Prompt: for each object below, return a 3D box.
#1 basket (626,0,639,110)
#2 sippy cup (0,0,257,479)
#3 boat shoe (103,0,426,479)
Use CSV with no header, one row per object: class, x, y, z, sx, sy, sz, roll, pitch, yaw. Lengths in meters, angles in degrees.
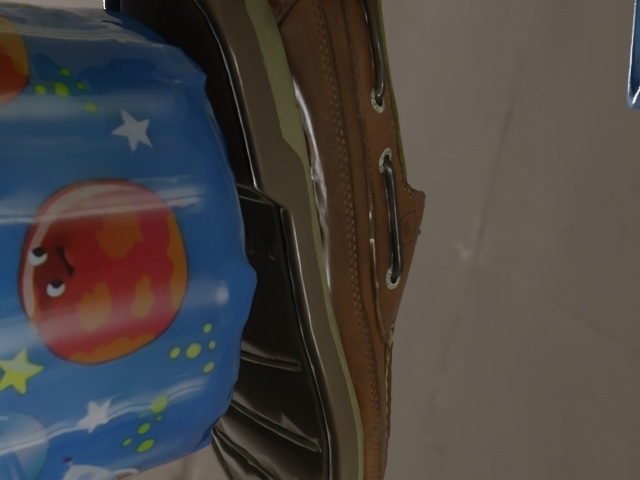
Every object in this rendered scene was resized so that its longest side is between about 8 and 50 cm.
basket,0.177,-0.219,0.768,0.289,0.201,0.255,-81,-174,-53
sippy cup,-0.153,0.012,0.641,0.305,0.224,0.240,-20,-100,61
boat shoe,0.000,0.000,0.792,0.110,0.104,0.307,26,-44,38
